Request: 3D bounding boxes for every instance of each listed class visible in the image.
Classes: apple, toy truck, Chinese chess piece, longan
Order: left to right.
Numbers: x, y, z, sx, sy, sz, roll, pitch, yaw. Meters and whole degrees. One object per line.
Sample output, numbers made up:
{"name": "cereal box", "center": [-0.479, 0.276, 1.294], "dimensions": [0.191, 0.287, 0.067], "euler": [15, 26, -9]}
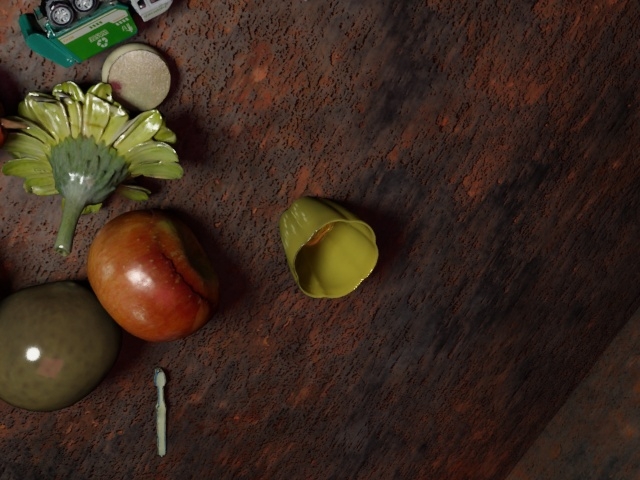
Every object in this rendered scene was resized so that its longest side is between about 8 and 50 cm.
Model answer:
{"name": "longan", "center": [-0.522, 0.200, 1.411], "dimensions": [0.258, 0.258, 0.258], "euler": [-12, 124, -18]}
{"name": "toy truck", "center": [-0.370, -0.389, 1.204], "dimensions": [0.253, 0.114, 0.124], "euler": [-28, 141, -7]}
{"name": "Chinese chess piece", "center": [-0.330, -0.293, 1.316], "dimensions": [0.122, 0.051, 0.122], "euler": [-12, 122, -20]}
{"name": "apple", "center": [-0.324, 0.076, 1.423], "dimensions": [0.206, 0.252, 0.272], "euler": [-31, 140, 5]}

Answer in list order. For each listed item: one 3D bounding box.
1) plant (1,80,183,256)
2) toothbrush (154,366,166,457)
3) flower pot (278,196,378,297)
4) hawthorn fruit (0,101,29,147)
{"name": "plant", "center": [-0.422, -0.141, 1.260], "dimensions": [0.305, 0.297, 0.261], "euler": [-17, 106, 25]}
{"name": "toothbrush", "center": [-0.380, 0.415, 1.744], "dimensions": [0.026, 0.028, 0.294], "euler": [-7, 122, -20]}
{"name": "flower pot", "center": [0.000, 0.000, 1.569], "dimensions": [0.195, 0.179, 0.195], "euler": [-13, 123, -20]}
{"name": "hawthorn fruit", "center": [-0.597, -0.196, 1.147], "dimensions": [0.262, 0.210, 0.211], "euler": [13, 113, -24]}
